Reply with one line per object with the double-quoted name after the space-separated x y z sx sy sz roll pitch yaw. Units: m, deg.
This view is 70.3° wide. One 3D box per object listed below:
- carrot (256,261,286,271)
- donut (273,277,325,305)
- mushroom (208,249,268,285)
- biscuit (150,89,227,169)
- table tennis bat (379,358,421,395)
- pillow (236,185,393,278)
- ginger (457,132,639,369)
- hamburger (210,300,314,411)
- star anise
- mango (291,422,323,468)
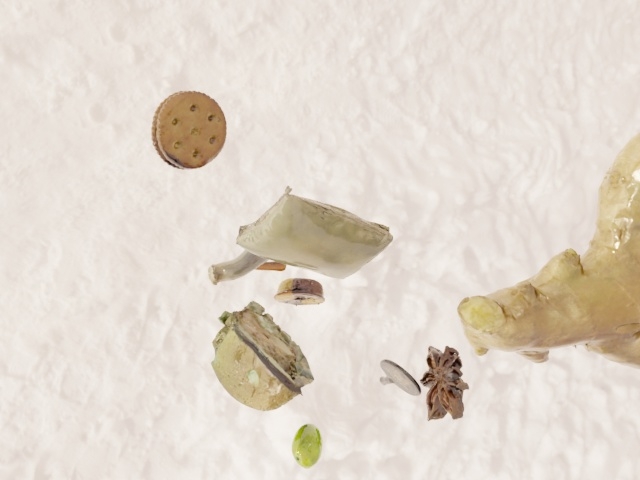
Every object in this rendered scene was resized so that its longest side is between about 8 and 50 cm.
-0.205 0.089 1.571 0.190 0.037 0.037 2 90 -30 "carrot"
-0.074 0.186 1.647 0.166 0.183 0.074 47 42 -55 "donut"
-0.220 0.046 1.400 0.278 0.099 0.096 -38 97 -9 "mushroom"
-0.354 -0.298 1.244 0.220 0.066 0.221 -23 124 -39 "biscuit"
0.235 0.430 1.418 0.150 0.236 0.027 44 67 6 "table tennis bat"
0.000 0.000 0.614 0.208 0.119 0.053 19 39 -38 "pillow"
0.368 0.087 0.579 0.348 0.122 0.363 -34 115 6 "ginger"
-0.163 0.296 1.130 0.288 0.192 0.167 45 28 12 "hamburger"
0.367 0.424 1.338 0.098 0.214 0.220 14 74 -9 "star anise"
-0.026 0.440 0.985 0.073 0.056 0.108 55 16 -1 "mango"
